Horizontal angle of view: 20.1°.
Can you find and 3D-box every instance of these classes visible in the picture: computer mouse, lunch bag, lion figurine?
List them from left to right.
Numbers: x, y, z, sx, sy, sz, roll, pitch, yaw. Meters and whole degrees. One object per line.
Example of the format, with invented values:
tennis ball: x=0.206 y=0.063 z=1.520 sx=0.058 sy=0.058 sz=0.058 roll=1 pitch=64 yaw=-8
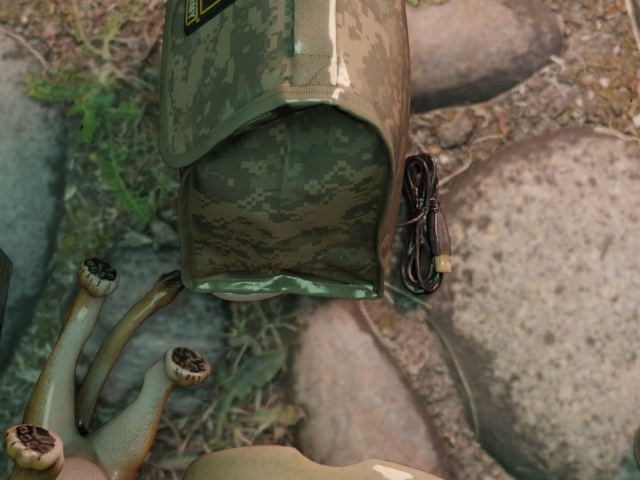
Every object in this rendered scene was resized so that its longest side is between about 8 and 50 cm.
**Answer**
lion figurine: x=-0.176 y=0.190 z=1.196 sx=0.142 sy=0.392 sz=0.240 roll=25 pitch=117 yaw=1
lunch bag: x=-0.020 y=-0.122 z=1.208 sx=0.168 sy=0.287 sz=0.235 roll=3 pitch=62 yaw=-1
computer mouse: x=0.000 y=0.000 z=1.342 sx=0.193 sy=0.042 sz=0.106 roll=-9 pitch=84 yaw=-9

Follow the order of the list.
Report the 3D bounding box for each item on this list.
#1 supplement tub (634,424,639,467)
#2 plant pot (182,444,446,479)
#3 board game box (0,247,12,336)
supplement tub: x=0.268 y=0.145 z=1.288 sx=0.071 sy=0.107 sz=0.071 roll=0 pitch=79 yaw=-1
plant pot: x=-0.009 y=0.309 z=1.166 sx=0.333 sy=0.334 sz=0.306 roll=11 pitch=67 yaw=0
board game box: x=-0.250 y=0.080 z=1.285 sx=0.026 sy=0.103 sz=0.154 roll=7 pitch=80 yaw=-1
